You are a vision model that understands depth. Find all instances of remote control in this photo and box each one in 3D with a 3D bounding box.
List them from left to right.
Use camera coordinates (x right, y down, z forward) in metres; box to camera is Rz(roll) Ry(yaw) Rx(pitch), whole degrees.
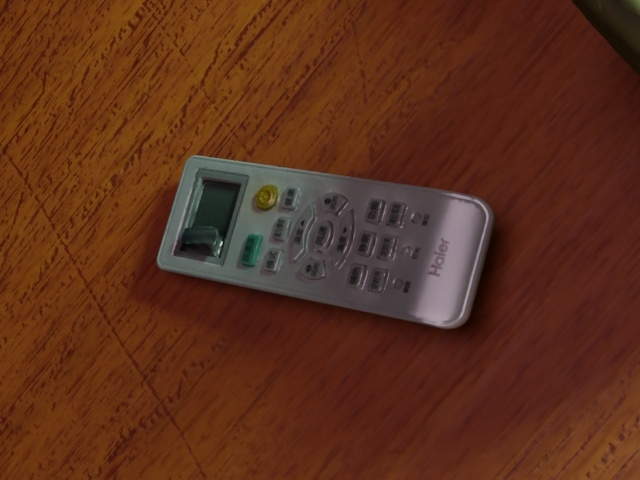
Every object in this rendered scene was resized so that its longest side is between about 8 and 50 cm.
[{"bbox_3d":[-0.001,0.000,1.082,0.293,0.051,0.103,11,80,32],"label":"remote control"}]

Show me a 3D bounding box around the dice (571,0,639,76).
[{"bbox_3d":[0.311,-0.178,0.860,0.250,0.254,0.252,-45,62,12],"label":"dice"}]
